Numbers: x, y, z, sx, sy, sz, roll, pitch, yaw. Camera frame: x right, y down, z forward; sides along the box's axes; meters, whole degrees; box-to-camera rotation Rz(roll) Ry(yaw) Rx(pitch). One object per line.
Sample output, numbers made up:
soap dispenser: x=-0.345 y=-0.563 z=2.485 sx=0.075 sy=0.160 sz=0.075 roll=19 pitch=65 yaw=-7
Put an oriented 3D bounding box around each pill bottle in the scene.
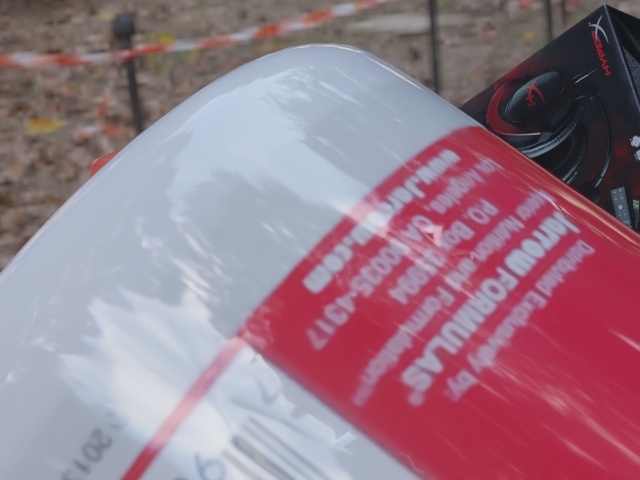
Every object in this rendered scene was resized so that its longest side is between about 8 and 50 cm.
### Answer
pill bottle: x=0.098 y=0.149 z=0.379 sx=0.407 sy=0.229 sz=0.229 roll=37 pitch=30 yaw=13

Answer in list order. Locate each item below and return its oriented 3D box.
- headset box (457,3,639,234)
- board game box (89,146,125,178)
headset box: x=0.211 y=-0.041 z=1.394 sx=0.110 sy=0.218 sz=0.293 roll=13 pitch=-35 yaw=-41
board game box: x=0.000 y=0.000 z=1.255 sx=0.242 sy=0.316 sz=0.064 roll=-19 pitch=52 yaw=30
